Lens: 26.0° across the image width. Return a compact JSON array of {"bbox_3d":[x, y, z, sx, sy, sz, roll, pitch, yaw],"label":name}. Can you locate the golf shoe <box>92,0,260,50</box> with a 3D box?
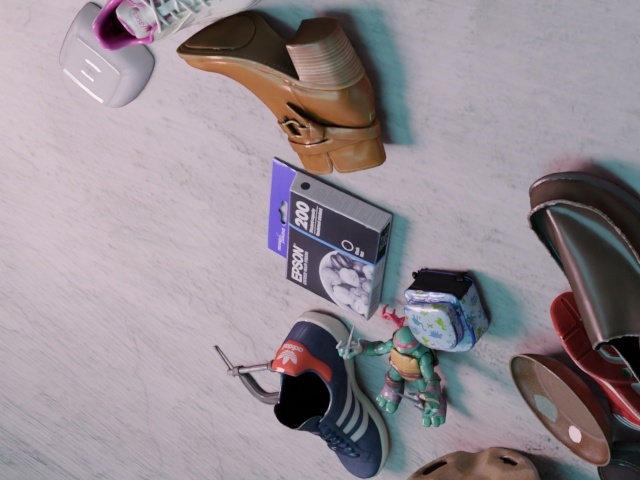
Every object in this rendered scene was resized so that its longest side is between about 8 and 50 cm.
[{"bbox_3d":[-0.179,-0.316,1.812,0.306,0.140,0.115,-14,116,46],"label":"golf shoe"}]

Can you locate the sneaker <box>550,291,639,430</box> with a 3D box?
[{"bbox_3d":[0.380,0.176,1.870,0.221,0.087,0.128,53,165,16],"label":"sneaker"}]

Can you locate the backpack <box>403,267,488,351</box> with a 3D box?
[{"bbox_3d":[0.177,0.109,1.978,0.105,0.084,0.114,3,132,42],"label":"backpack"}]

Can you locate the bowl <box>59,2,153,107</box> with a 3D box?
[{"bbox_3d":[-0.327,-0.265,2.065,0.142,0.053,0.142,40,144,-2],"label":"bowl"}]

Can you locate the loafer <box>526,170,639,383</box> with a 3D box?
[{"bbox_3d":[0.382,0.070,1.720,0.366,0.130,0.134,48,142,-10],"label":"loafer"}]

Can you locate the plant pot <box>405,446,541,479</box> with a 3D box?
[{"bbox_3d":[0.263,0.503,2.150,0.334,0.334,0.305,2,117,40],"label":"plant pot"}]

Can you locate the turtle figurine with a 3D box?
[{"bbox_3d":[0.127,0.194,2.084,0.175,0.118,0.234,37,161,30],"label":"turtle figurine"}]

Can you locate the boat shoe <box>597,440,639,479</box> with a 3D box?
[{"bbox_3d":[0.506,0.441,1.991,0.132,0.130,0.355,-19,114,49],"label":"boat shoe"}]

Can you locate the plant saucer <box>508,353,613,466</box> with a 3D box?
[{"bbox_3d":[0.346,0.229,1.950,0.198,0.036,0.198,46,164,18],"label":"plant saucer"}]

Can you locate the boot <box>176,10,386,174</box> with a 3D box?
[{"bbox_3d":[-0.048,-0.194,1.868,0.283,0.109,0.220,2,133,31],"label":"boot"}]

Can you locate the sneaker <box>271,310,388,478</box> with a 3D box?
[{"bbox_3d":[0.002,0.285,2.257,0.131,0.148,0.350,6,132,37],"label":"sneaker"}]

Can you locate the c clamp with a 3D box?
[{"bbox_3d":[-0.104,0.237,2.406,0.161,0.022,0.137,-7,123,45],"label":"c clamp"}]

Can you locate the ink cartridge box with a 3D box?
[{"bbox_3d":[0.000,0.000,2.056,0.208,0.045,0.206,27,142,19],"label":"ink cartridge box"}]
